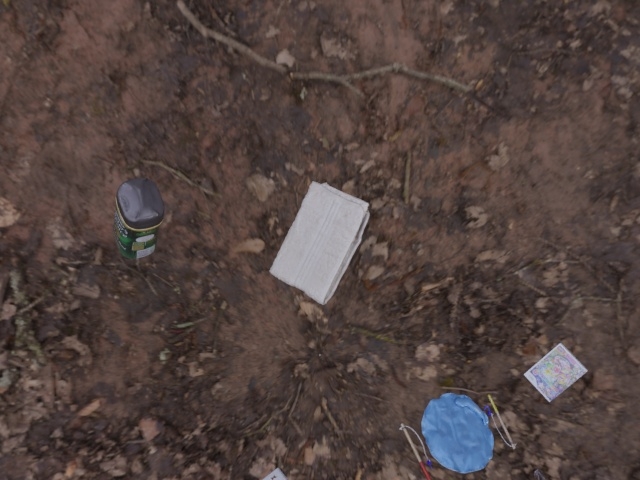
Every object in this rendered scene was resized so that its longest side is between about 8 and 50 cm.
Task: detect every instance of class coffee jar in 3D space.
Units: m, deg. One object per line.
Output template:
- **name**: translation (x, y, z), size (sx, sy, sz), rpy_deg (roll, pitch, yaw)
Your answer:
- **coffee jar**: translation (-0.346, -0.041, 1.284), size (0.079, 0.184, 0.096), rpy_deg (-15, 72, -25)

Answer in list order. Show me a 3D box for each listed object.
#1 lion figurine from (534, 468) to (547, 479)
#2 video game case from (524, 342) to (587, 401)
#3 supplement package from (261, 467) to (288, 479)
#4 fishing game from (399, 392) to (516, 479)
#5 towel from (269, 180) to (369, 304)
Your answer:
- **lion figurine**: translation (0.547, 0.551, 1.267), size (0.142, 0.240, 0.392), rpy_deg (-45, 77, 11)
- **video game case**: translation (0.561, 0.316, 1.623), size (0.087, 0.011, 0.122), rpy_deg (48, 116, 18)
- **supplement package**: translation (-0.047, 0.442, 0.993), size (0.105, 0.179, 0.105), rpy_deg (-35, 37, -15)
- **fishing game**: translation (0.312, 0.444, 1.567), size (0.264, 0.041, 0.189), rpy_deg (-14, 64, -28)
- **towel**: translation (0.000, 0.000, 1.734), size (0.187, 0.049, 0.282), rpy_deg (28, 92, 29)
